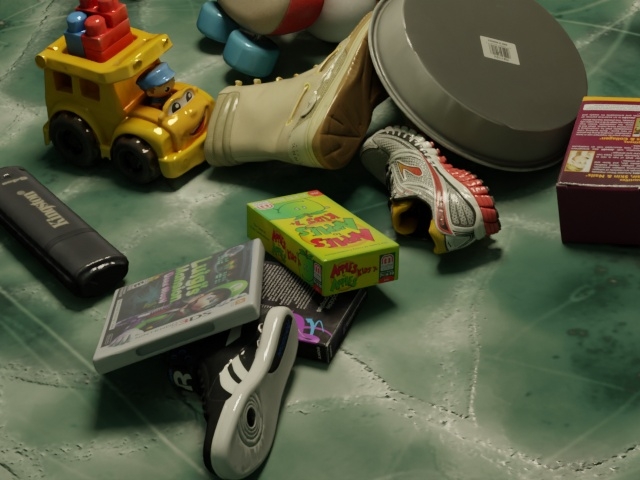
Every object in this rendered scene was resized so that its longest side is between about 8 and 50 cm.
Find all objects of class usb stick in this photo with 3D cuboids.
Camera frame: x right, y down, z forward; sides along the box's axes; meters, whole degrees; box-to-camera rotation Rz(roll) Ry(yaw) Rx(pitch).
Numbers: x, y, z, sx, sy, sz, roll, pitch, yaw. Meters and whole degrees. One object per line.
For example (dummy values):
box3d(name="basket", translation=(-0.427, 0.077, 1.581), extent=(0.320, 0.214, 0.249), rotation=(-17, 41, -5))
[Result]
box3d(name="usb stick", translation=(-0.318, -0.015, 1.736), extent=(0.077, 0.045, 0.278), rotation=(-28, 41, -25))

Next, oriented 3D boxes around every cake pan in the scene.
box3d(name="cake pan", translation=(0.198, -0.214, 1.778), extent=(0.293, 0.054, 0.293), rotation=(16, 50, -19))

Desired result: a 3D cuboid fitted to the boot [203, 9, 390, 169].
box3d(name="boot", translation=(-0.015, -0.188, 1.832), extent=(0.203, 0.095, 0.262), rotation=(0, 49, 38))

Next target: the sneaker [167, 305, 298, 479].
box3d(name="sneaker", translation=(-0.104, 0.153, 1.461), extent=(0.121, 0.079, 0.217), rotation=(-5, 35, 22))

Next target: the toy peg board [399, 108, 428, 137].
box3d(name="toy peg board", translation=(0.168, -0.189, 1.886), extent=(0.161, 0.079, 0.160), rotation=(-12, 52, -7))

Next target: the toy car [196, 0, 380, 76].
box3d(name="toy car", translation=(-0.014, -0.343, 2.053), extent=(0.238, 0.219, 0.210), rotation=(8, 26, -31))

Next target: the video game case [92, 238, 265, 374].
box3d(name="video game case", translation=(-0.143, 0.064, 1.543), extent=(0.173, 0.022, 0.190), rotation=(-20, 18, 7))

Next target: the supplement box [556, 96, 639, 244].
box3d(name="supplement box", translation=(0.335, -0.081, 1.686), extent=(0.104, 0.081, 0.188), rotation=(3, 37, 19))

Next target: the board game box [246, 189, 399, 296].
box3d(name="board game box", translation=(0.000, 0.000, 1.630), extent=(0.092, 0.043, 0.181), rotation=(-11, 26, -27))

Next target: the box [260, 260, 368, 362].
box3d(name="box", translation=(-0.044, 0.072, 1.588), extent=(0.162, 0.029, 0.116), rotation=(9, 39, 22))

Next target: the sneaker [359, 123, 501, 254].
box3d(name="sneaker", translation=(0.105, -0.060, 1.695), extent=(0.093, 0.088, 0.225), rotation=(-30, 38, -16))

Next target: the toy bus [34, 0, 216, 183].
box3d(name="toy bus", translation=(-0.238, -0.201, 1.839), extent=(0.220, 0.211, 0.149), rotation=(18, 41, 28))
